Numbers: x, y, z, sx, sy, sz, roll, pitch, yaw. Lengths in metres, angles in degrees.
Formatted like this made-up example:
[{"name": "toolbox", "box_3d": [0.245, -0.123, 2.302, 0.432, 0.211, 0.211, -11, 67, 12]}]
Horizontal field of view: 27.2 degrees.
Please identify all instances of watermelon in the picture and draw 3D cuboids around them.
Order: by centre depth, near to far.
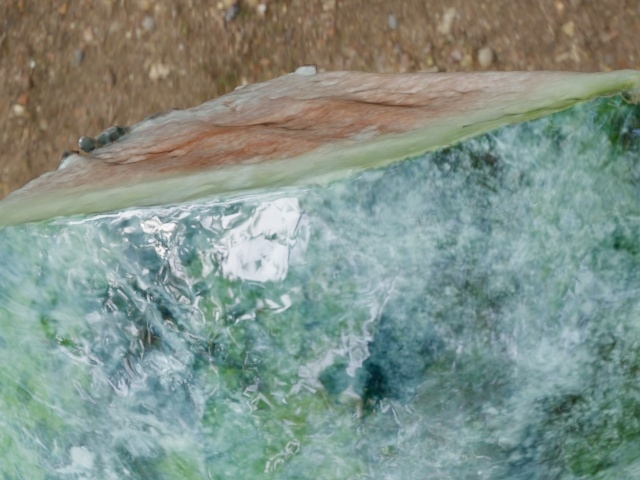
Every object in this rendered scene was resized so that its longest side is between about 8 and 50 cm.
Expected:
[{"name": "watermelon", "box_3d": [0.005, 0.022, 0.604, 0.387, 0.258, 0.228, -19, 115, 11]}]
